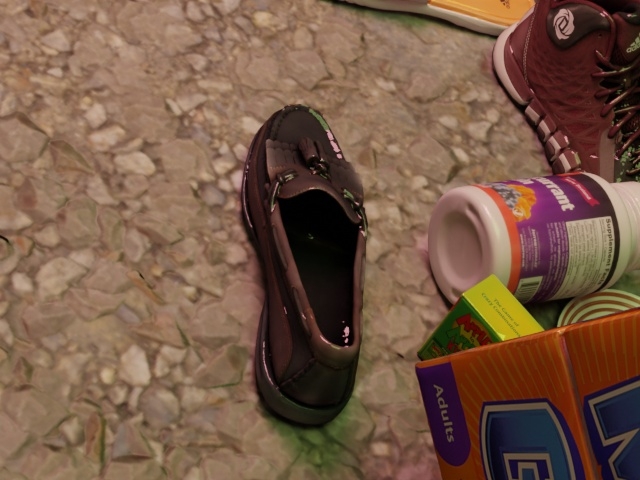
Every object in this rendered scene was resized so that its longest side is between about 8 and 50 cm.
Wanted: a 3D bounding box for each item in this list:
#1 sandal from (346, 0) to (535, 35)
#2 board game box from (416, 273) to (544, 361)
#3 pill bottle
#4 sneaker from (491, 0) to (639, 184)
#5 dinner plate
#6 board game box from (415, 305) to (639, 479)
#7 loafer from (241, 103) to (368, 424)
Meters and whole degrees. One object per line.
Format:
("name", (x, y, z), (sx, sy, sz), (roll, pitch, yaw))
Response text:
("sandal", (0.101, -0.274, 1.625), (0.265, 0.076, 0.102), (11, 52, -17))
("board game box", (0.167, 0.126, 1.348), (0.043, 0.092, 0.181), (-30, 72, -39))
("pill bottle", (0.200, -0.003, 1.448), (0.193, 0.108, 0.108), (-7, 59, -29))
("sneaker", (0.274, -0.129, 1.539), (0.106, 0.162, 0.281), (-21, 67, -35))
("dinner plate", (0.267, 0.104, 1.460), (0.141, 0.017, 0.141), (13, 51, -17))
("board game box", (0.340, 0.198, 1.129), (0.356, 0.356, 0.356), (-11, 85, -31))
("loafer", (0.000, 0.000, 1.361), (0.109, 0.095, 0.302), (10, 52, -18))
